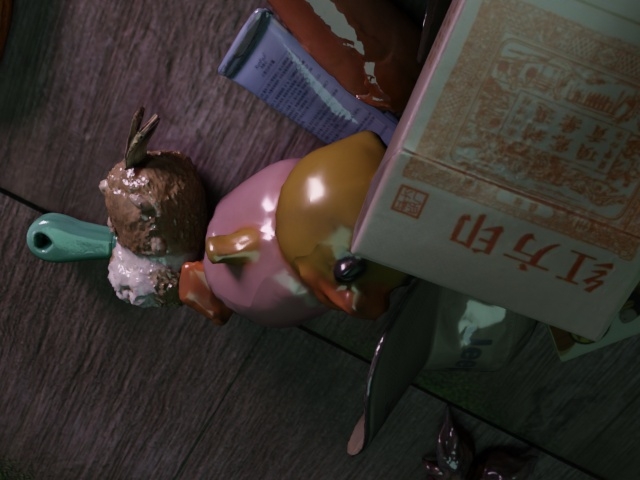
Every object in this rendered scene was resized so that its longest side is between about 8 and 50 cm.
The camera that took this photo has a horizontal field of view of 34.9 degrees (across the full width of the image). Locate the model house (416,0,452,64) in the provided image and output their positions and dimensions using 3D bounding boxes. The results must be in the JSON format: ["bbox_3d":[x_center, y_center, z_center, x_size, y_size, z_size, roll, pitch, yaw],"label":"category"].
[{"bbox_3d":[0.187,-0.159,0.800,0.212,0.204,0.243,11,122,1],"label":"model house"}]

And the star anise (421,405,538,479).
[{"bbox_3d":[0.123,0.328,1.155,0.219,0.227,0.148,-15,126,35],"label":"star anise"}]

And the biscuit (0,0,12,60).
[{"bbox_3d":[-0.394,-0.243,0.993,0.186,0.036,0.192,24,125,-1],"label":"biscuit"}]

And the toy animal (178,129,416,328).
[{"bbox_3d":[0.001,-0.004,0.952,0.195,0.168,0.281,5,169,-36],"label":"toy animal"}]

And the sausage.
[{"bbox_3d":[-0.054,-0.277,0.853,0.419,0.094,0.094,49,163,-19],"label":"sausage"}]

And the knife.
[{"bbox_3d":[-0.193,-0.002,1.117,0.261,0.034,0.063,2,111,4],"label":"knife"}]

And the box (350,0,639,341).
[{"bbox_3d":[0.177,-0.110,0.679,0.205,0.051,0.365,20,122,-5],"label":"box"}]

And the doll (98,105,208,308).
[{"bbox_3d":[-0.171,-0.032,1.035,0.105,0.115,0.221,20,127,45],"label":"doll"}]

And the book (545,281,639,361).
[{"bbox_3d":[0.318,-0.005,0.927,0.264,0.027,0.202,-21,126,8],"label":"book"}]

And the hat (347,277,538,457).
[{"bbox_3d":[0.131,0.114,0.990,0.149,0.244,0.214,17,145,7],"label":"hat"}]

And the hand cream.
[{"bbox_3d":[0.024,-0.116,0.967,0.256,0.055,0.088,34,131,-8],"label":"hand cream"}]
